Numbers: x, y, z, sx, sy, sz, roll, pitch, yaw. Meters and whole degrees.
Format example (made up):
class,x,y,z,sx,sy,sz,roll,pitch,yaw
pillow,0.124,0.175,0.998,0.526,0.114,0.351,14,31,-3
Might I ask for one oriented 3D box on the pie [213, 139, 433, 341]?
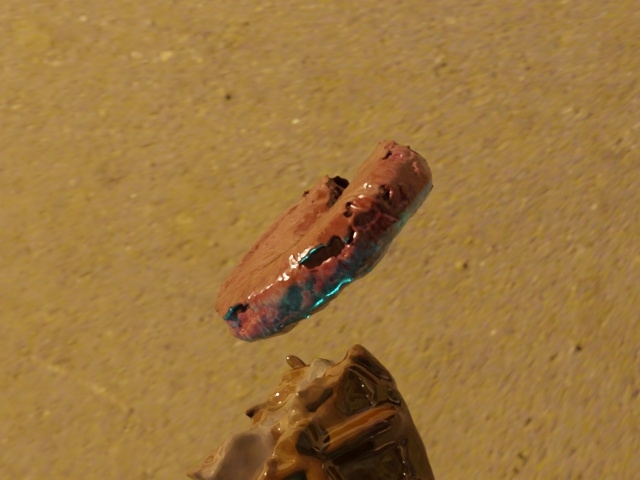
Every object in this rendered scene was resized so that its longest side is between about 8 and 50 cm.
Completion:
class,x,y,z,sx,sy,sz,roll,pitch,yaw
pie,0.000,0.000,1.279,0.054,0.204,0.219,48,131,-12

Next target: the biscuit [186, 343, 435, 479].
class,x,y,z,sx,sy,sz,roll,pitch,yaw
biscuit,-0.086,0.230,0.961,0.366,0.115,0.268,-20,74,-18
